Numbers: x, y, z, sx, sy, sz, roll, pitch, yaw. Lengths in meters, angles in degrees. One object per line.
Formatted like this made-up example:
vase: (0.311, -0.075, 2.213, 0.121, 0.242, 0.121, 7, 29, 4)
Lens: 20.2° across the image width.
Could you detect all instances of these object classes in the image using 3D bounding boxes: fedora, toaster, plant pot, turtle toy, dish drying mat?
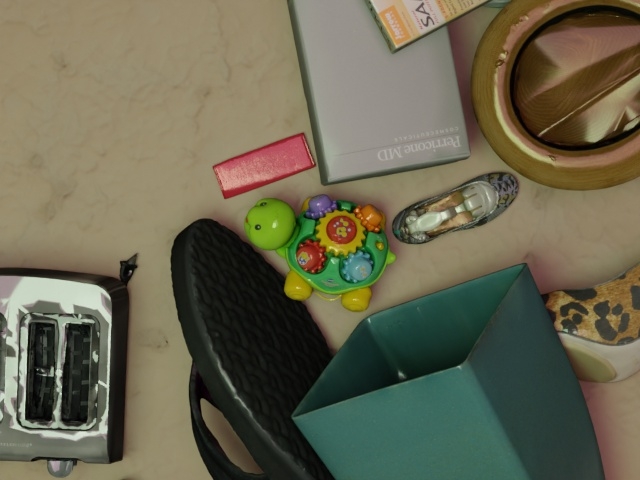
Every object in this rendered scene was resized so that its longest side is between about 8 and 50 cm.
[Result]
fedora: (0.222, -0.134, 1.494, 0.194, 0.079, 0.194, 1, 95, 7)
toaster: (-0.244, 0.100, 1.487, 0.168, 0.110, 0.186, 3, 91, 0)
plant pot: (0.126, 0.174, 1.441, 0.165, 0.166, 0.234, -20, 107, 32)
turtle toy: (0.000, 0.000, 1.490, 0.130, 0.066, 0.095, 12, 65, 0)
dish drying mat: (-0.048, -0.064, 1.533, 0.083, 0.008, 0.032, -20, 91, 0)

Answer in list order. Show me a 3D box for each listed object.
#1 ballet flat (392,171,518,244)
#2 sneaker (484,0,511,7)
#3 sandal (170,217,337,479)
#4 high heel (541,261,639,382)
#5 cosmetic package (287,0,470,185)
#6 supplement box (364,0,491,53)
ballet flat: (0.116, -0.025, 1.517, 0.114, 0.041, 0.041, -22, 91, 1)
sneaker: (0.121, -0.339, 1.475, 0.110, 0.118, 0.292, -21, 89, 3)
sandal: (-0.023, 0.194, 1.470, 0.107, 0.167, 0.446, -29, 91, 25)
high heel: (0.258, 0.024, 1.515, 0.261, 0.093, 0.186, 6, 65, 15)
cosmetic package: (0.040, -0.169, 1.485, 0.127, 0.107, 0.238, -13, 88, -3)
supplement box: (0.086, -0.199, 1.419, 0.098, 0.036, 0.062, -29, 92, -4)
